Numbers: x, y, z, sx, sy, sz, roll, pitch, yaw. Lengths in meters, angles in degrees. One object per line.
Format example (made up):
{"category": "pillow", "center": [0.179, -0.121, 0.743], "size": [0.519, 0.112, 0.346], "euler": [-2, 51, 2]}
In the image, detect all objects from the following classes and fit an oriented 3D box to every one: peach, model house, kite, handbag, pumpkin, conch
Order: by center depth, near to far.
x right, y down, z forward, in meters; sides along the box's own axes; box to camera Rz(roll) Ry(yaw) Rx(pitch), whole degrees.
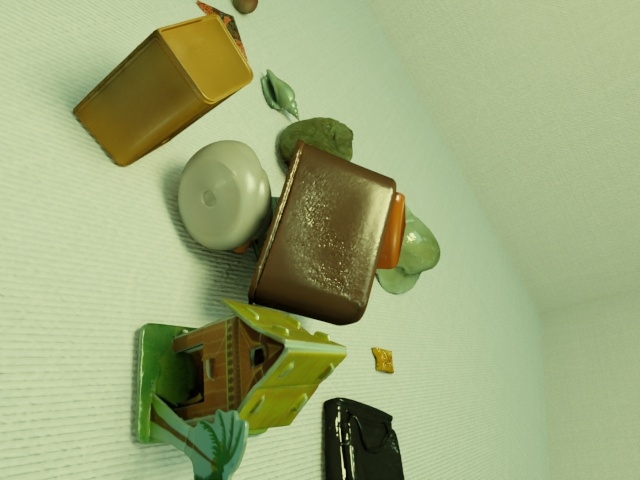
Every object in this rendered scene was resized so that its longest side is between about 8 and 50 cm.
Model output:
{"category": "model house", "center": [-0.094, 0.277, 0.790], "size": [0.300, 0.323, 0.341], "euler": [21, 54, -47]}
{"category": "handbag", "center": [0.111, 0.522, 1.159], "size": [0.275, 0.088, 0.245], "euler": [33, 42, -39]}
{"category": "kite", "center": [-0.273, -0.639, 1.390], "size": [0.222, 0.008, 0.125], "euler": [46, 38, -29]}
{"category": "pumpkin", "center": [0.198, 0.360, 1.422], "size": [0.101, 0.035, 0.073], "euler": [21, 52, -45]}
{"category": "conch", "center": [-0.123, -0.437, 1.443], "size": [0.180, 0.088, 0.065], "euler": [52, -8, -11]}
{"category": "peach", "center": [-0.230, -0.746, 1.457], "size": [0.083, 0.083, 0.083], "euler": [33, 46, -41]}

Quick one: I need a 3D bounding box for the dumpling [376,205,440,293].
{"category": "dumpling", "center": [0.301, 0.022, 1.620], "size": [0.320, 0.211, 0.270], "euler": [44, 41, -14]}

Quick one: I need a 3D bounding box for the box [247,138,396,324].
{"category": "box", "center": [0.000, 0.000, 1.021], "size": [0.229, 0.239, 0.340], "euler": [18, 75, -6]}

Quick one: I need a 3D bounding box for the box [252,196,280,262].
{"category": "box", "center": [-0.093, 0.018, 1.207], "size": [0.210, 0.045, 0.271], "euler": [-5, 74, -56]}

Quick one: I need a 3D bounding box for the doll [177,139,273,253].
{"category": "doll", "center": [-0.184, -0.089, 1.019], "size": [0.221, 0.220, 0.251], "euler": [-19, 113, -57]}

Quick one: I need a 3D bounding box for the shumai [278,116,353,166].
{"category": "shumai", "center": [-0.007, -0.230, 1.409], "size": [0.204, 0.221, 0.272], "euler": [85, -1, -52]}

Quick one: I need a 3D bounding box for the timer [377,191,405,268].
{"category": "timer", "center": [0.098, -0.046, 1.273], "size": [0.250, 0.257, 0.162], "euler": [75, 21, -55]}

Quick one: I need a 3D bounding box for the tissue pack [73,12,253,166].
{"category": "tissue pack", "center": [-0.293, -0.279, 0.894], "size": [0.145, 0.274, 0.194], "euler": [57, 35, -15]}
